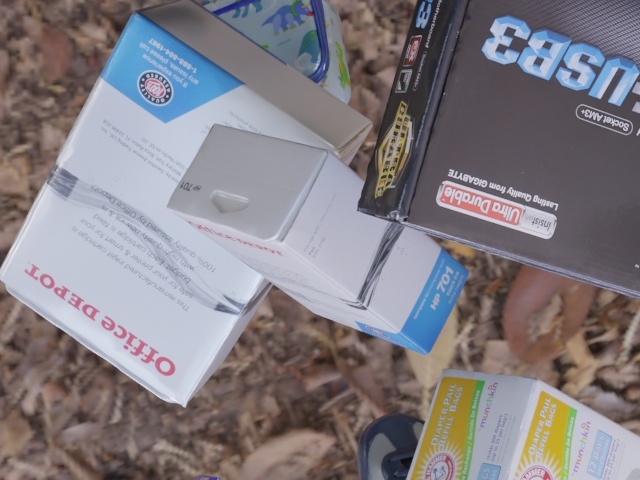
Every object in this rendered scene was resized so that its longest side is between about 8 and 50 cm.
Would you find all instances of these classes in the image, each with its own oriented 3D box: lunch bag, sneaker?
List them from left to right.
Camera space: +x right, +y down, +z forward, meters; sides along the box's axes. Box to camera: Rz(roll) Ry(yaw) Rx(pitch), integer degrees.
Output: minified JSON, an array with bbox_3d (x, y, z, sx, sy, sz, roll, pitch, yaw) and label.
[{"bbox_3d":[-0.084,-0.184,1.407,0.219,0.090,0.176,-18,55,17],"label":"lunch bag"},{"bbox_3d":[0.121,0.248,1.182,0.319,0.112,0.131,-122,21,-44],"label":"sneaker"}]

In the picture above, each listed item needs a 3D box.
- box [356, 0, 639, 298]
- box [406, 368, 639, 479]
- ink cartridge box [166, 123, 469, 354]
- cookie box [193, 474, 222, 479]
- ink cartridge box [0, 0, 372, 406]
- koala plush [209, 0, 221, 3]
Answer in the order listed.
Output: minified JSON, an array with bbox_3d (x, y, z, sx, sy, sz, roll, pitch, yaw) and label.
[{"bbox_3d":[0.200,-0.116,0.855,0.073,0.296,0.293,14,88,67],"label":"box"},{"bbox_3d":[0.178,0.188,1.037,0.103,0.203,0.114,0,65,52],"label":"box"},{"bbox_3d":[0.000,0.000,1.012,0.140,0.191,0.082,18,74,46],"label":"ink cartridge box"},{"bbox_3d":[-0.148,0.312,1.484,0.040,0.107,0.092,47,161,-7],"label":"cookie box"},{"bbox_3d":[-0.130,-0.036,1.258,0.223,0.129,0.307,34,113,4],"label":"ink cartridge box"},{"bbox_3d":[-0.131,-0.349,1.256,0.203,0.196,0.221,-12,46,8],"label":"koala plush"}]
